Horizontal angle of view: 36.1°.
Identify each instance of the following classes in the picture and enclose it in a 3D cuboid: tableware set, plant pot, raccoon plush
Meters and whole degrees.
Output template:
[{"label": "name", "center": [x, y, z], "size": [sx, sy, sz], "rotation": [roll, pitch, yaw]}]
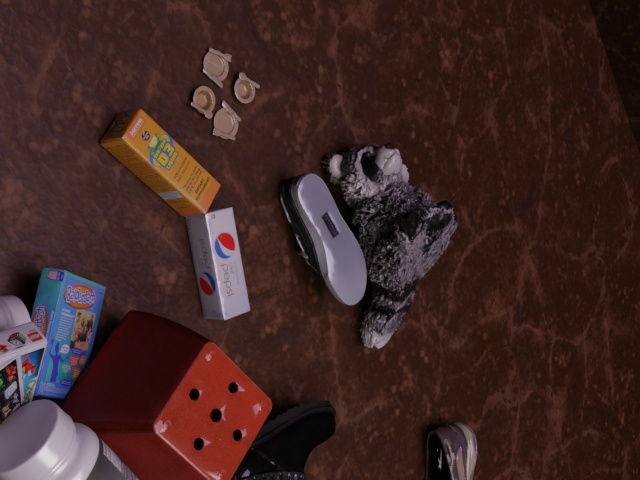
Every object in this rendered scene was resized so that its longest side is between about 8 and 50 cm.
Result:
[{"label": "tableware set", "center": [-0.198, -0.295, 1.989], "size": [0.141, 0.020, 0.168], "rotation": [35, 66, -39]}, {"label": "plant pot", "center": [-0.247, 0.296, 1.680], "size": [0.267, 0.236, 0.267], "rotation": [49, 56, -27]}, {"label": "raccoon plush", "center": [0.096, -0.007, 2.222], "size": [0.216, 0.299, 0.446], "rotation": [1, 122, -59]}]

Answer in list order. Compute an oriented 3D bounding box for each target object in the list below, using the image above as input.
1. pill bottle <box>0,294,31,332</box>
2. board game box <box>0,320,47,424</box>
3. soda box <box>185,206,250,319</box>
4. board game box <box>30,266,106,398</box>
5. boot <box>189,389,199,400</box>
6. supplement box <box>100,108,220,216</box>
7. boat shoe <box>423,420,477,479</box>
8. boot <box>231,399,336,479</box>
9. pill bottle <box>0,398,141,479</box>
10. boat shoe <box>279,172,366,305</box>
[{"label": "pill bottle", "center": [-0.591, 0.155, 1.507], "size": [0.265, 0.153, 0.153], "rotation": [-4, 93, -44]}, {"label": "board game box", "center": [-0.538, 0.269, 1.503], "size": [0.193, 0.053, 0.305], "rotation": [-18, 144, -44]}, {"label": "soda box", "center": [-0.204, 0.045, 1.949], "size": [0.074, 0.069, 0.216], "rotation": [-18, 103, -44]}, {"label": "board game box", "center": [-0.441, 0.163, 1.680], "size": [0.160, 0.047, 0.210], "rotation": [44, 55, -71]}, {"label": "boot", "center": [-0.258, 0.336, 1.890], "size": [0.178, 0.085, 0.236], "rotation": [-46, 119, -30]}, {"label": "supplement box", "center": [-0.298, -0.143, 1.850], "size": [0.233, 0.080, 0.078], "rotation": [43, 59, -34]}, {"label": "boat shoe", "center": [0.305, 0.627, 2.428], "size": [0.130, 0.132, 0.355], "rotation": [6, 77, -35]}, {"label": "boot", "center": [-0.048, 0.489, 1.975], "size": [0.348, 0.131, 0.260], "rotation": [-19, 65, -42]}, {"label": "pill bottle", "center": [-0.385, 0.391, 1.546], "size": [0.161, 0.161, 0.283], "rotation": [-55, 130, -30]}, {"label": "boat shoe", "center": [-0.003, 0.002, 2.124], "size": [0.113, 0.105, 0.306], "rotation": [-41, 111, -32]}]
